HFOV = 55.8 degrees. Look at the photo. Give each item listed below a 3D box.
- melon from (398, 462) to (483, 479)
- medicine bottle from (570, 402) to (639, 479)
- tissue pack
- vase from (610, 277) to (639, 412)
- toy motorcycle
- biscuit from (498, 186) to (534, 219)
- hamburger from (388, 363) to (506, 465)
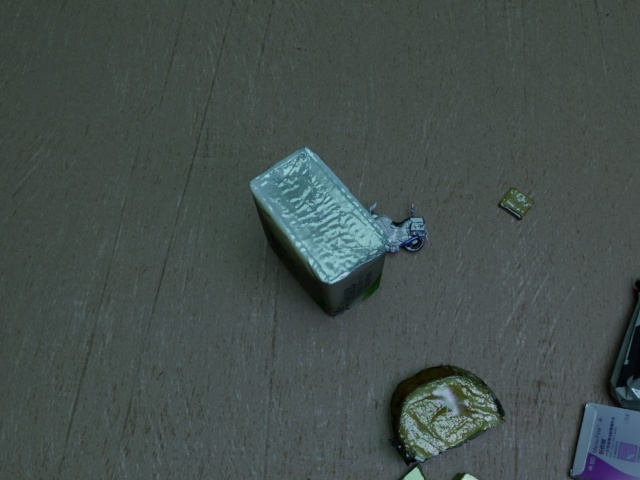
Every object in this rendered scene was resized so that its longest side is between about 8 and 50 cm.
[{"bbox_3d":[0.298,0.621,1.511,0.209,0.064,0.118,18,71,8],"label":"melon"},{"bbox_3d":[0.740,0.524,1.519,0.171,0.052,0.201,2,63,44],"label":"medicine bottle"},{"bbox_3d":[0.000,0.000,1.562,0.205,0.405,0.331,-35,73,-10],"label":"tissue pack"},{"bbox_3d":[0.879,0.274,1.609,0.165,0.165,0.360,19,66,6],"label":"vase"},{"bbox_3d":[0.201,-0.040,1.749,0.221,0.102,0.150,0,90,2],"label":"toy motorcycle"},{"bbox_3d":[0.590,-0.112,1.820,0.083,0.018,0.081,37,73,12],"label":"biscuit"},{"bbox_3d":[0.299,0.431,1.545,0.309,0.132,0.211,-21,70,-9],"label":"hamburger"}]
